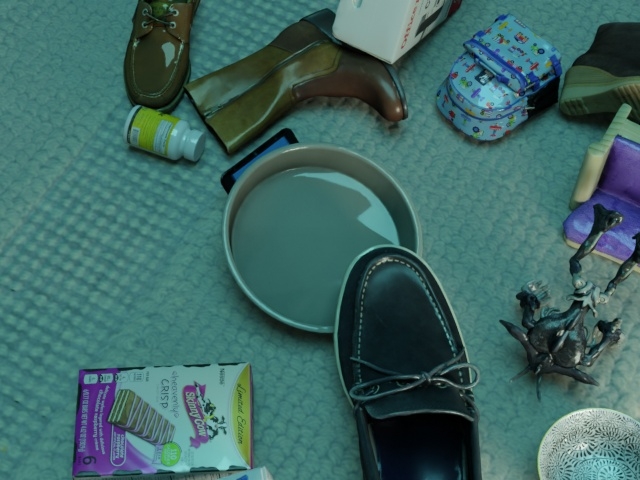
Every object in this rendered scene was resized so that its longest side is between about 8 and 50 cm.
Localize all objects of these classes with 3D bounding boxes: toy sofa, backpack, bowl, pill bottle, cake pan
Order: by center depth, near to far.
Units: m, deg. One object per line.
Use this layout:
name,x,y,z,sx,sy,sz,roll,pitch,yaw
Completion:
bowl,0.363,0.312,1.680,0.170,0.080,0.170,0,59,-1
cake pan,0.000,0.000,1.846,0.293,0.054,0.293,4,68,-10
toy sofa,0.544,-0.028,1.854,0.362,0.150,0.177,28,61,15
pill bottle,-0.238,-0.161,1.966,0.116,0.065,0.065,20,60,10
backpack,0.271,-0.248,2.004,0.173,0.117,0.158,-34,64,-17

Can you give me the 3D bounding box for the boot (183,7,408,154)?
boot,-0.035,-0.221,1.993,0.280,0.096,0.264,-33,67,-17

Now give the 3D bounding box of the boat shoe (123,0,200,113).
boat shoe,-0.258,-0.346,2.056,0.110,0.104,0.307,3,58,0

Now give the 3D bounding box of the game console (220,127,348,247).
game console,-0.053,-0.079,1.904,0.144,0.085,0.124,-39,50,-22

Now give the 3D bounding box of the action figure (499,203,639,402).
action figure,0.358,0.096,1.786,0.164,0.141,0.276,35,90,9

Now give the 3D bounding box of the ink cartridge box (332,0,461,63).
ink cartridge box,0.145,-0.425,2.010,0.114,0.197,0.273,29,40,16

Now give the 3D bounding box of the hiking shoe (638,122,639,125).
hiking shoe,0.577,-0.193,1.977,0.227,0.114,0.086,-20,60,-13

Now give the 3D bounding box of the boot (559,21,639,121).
boot,0.506,-0.277,1.998,0.248,0.090,0.207,5,48,39

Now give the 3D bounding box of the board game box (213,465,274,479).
board game box,-0.191,0.409,1.564,0.305,0.053,0.193,-17,53,8

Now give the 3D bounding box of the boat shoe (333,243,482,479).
boat shoe,0.123,0.221,1.664,0.187,0.156,0.500,0,62,-8

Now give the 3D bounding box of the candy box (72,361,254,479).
candy box,-0.206,0.250,1.705,0.233,0.071,0.159,-3,57,-1
